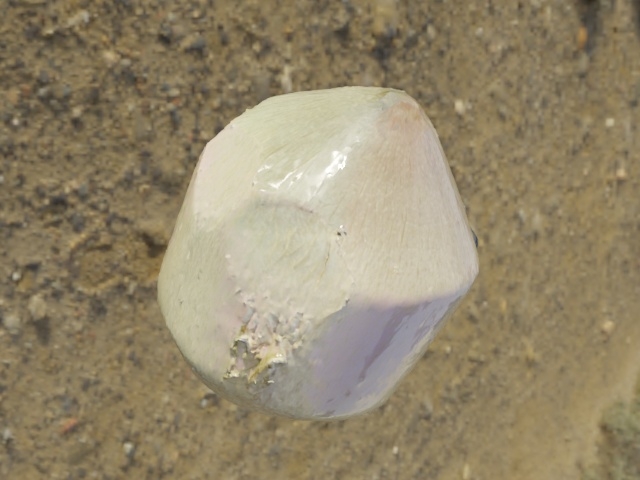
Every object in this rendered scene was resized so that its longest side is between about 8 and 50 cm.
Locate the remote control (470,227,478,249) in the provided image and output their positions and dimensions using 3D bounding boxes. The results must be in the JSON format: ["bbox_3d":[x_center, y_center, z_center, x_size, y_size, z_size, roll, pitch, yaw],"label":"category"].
[{"bbox_3d":[0.121,-0.014,0.890,0.096,0.014,0.039,52,47,-45],"label":"remote control"}]

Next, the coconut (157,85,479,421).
[{"bbox_3d":[0.000,0.000,0.688,0.224,0.224,0.234,-44,165,-50],"label":"coconut"}]
